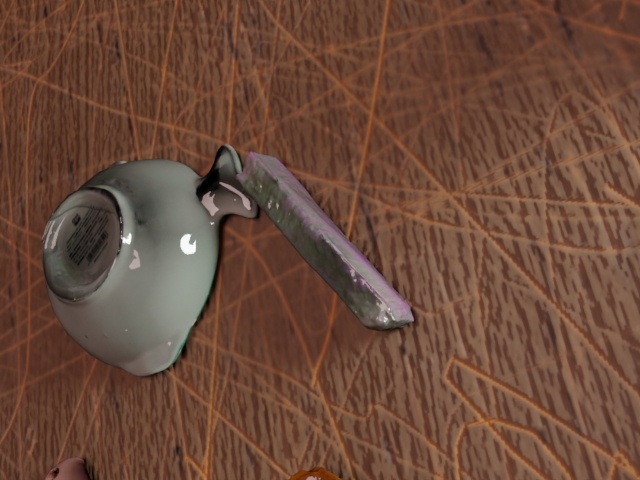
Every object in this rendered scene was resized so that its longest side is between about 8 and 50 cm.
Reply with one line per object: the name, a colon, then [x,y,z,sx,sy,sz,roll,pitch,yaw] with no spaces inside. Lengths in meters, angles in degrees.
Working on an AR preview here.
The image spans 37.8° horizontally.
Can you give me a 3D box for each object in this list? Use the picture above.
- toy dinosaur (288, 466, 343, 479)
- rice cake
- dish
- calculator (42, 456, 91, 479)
toy dinosaur: [-0.031,0.239,0.610,0.432,0.097,0.208,26,65,8]
rice cake: [0.000,0.000,0.734,0.207,0.047,0.036,49,121,35]
dish: [-0.176,0.003,0.832,0.246,0.078,0.224,-37,58,20]
calculator: [-0.251,0.368,0.800,0.220,0.048,0.330,-26,66,24]
